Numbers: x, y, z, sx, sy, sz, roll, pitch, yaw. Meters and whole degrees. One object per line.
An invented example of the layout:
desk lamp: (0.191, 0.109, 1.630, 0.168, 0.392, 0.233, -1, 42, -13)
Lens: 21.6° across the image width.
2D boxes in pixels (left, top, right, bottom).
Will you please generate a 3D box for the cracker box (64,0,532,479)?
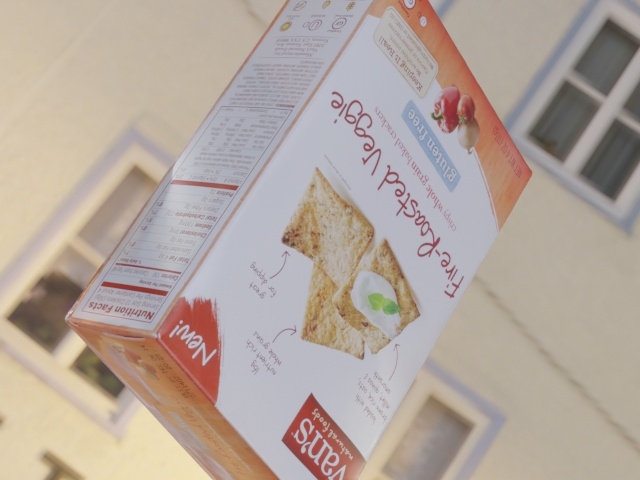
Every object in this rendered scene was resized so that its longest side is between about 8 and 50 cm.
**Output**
cracker box: (0.000, 0.000, 0.814, 0.067, 0.232, 0.155, 8, -34, 43)
